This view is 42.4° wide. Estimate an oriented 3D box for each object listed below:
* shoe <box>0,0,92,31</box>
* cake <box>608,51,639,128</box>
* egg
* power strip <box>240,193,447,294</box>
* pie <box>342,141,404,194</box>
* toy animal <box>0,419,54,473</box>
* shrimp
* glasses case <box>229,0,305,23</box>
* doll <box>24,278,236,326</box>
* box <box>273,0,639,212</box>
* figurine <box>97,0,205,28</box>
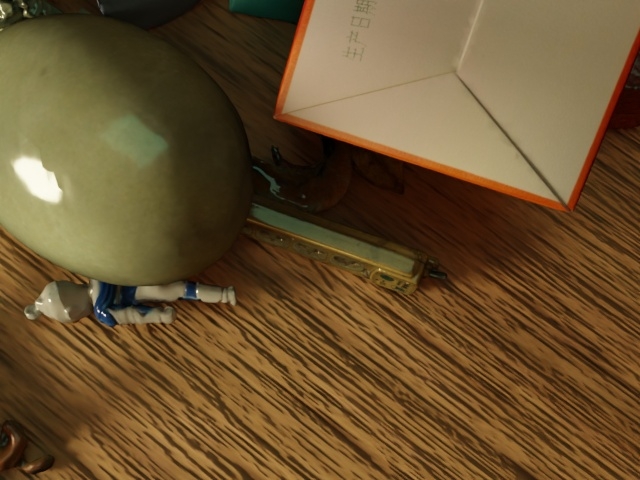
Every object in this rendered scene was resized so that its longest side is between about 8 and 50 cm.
[{"bbox_3d":[-0.345,-0.248,0.973,0.293,0.149,0.109,19,66,2],"label":"shoe"},{"bbox_3d":[0.347,-0.267,1.066,0.177,0.151,0.283,-44,80,-6],"label":"cake"},{"bbox_3d":[-0.225,-0.096,0.855,0.352,0.258,0.258,37,69,23],"label":"egg"},{"bbox_3d":[0.000,0.000,0.960,0.305,0.064,0.044,19,70,1],"label":"power strip"},{"bbox_3d":[0.073,-0.145,1.044,0.092,0.034,0.170,11,75,-1],"label":"pie"},{"bbox_3d":[-0.438,0.160,0.842,0.157,0.097,0.312,-41,80,-7],"label":"toy animal"},{"bbox_3d":[-0.066,-0.113,1.005,0.219,0.046,0.152,13,69,0],"label":"shrimp"},{"bbox_3d":[-0.045,-0.442,1.129,0.117,0.070,0.301,8,69,-3],"label":"glasses case"},{"bbox_3d":[-0.213,0.051,0.922,0.227,0.057,0.114,-9,55,-13],"label":"doll"},{"bbox_3d":[0.156,-0.258,0.866,0.318,0.257,0.349,17,106,0],"label":"box"},{"bbox_3d":[-0.303,-0.476,1.021,0.276,0.248,0.388,-31,73,-10],"label":"figurine"}]
